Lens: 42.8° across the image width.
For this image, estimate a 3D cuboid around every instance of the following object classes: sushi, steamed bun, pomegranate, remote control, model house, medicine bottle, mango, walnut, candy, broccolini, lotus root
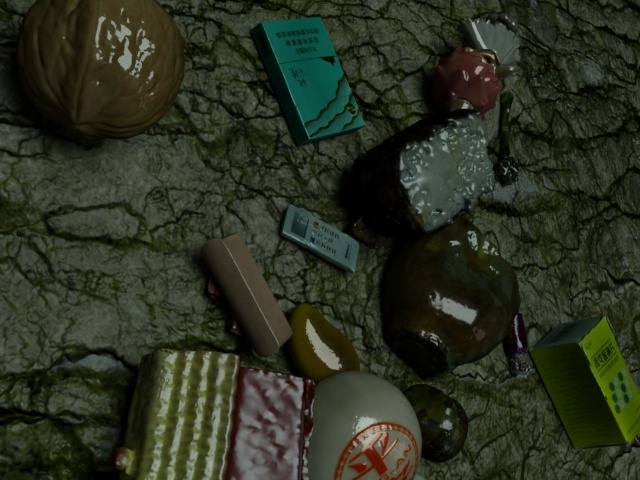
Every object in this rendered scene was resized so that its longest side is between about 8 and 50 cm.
[{"bbox_3d":[0.184,-0.112,1.513,0.343,0.182,0.196,-35,102,-40],"label":"sushi"},{"bbox_3d":[0.058,0.315,1.214,0.232,0.145,0.231,-6,100,-35],"label":"steamed bun"},{"bbox_3d":[0.170,0.317,1.369,0.163,0.125,0.138,-31,63,-36],"label":"pomegranate"},{"bbox_3d":[0.000,0.000,1.407,0.162,0.029,0.061,29,54,-25],"label":"remote control"},{"bbox_3d":[-0.150,0.255,1.084,0.254,0.160,0.195,21,61,-33],"label":"model house"},{"bbox_3d":[0.571,0.300,1.730,0.137,0.141,0.250,-28,93,-41],"label":"medicine bottle"},{"bbox_3d":[0.000,0.175,1.306,0.103,0.076,0.161,-35,97,-37],"label":"mango"},{"bbox_3d":[-0.298,-0.244,1.114,0.228,0.228,0.227,17,63,-37],"label":"walnut"},{"bbox_3d":[0.401,0.192,1.682,0.043,0.045,0.174,12,66,-53],"label":"candy"},{"bbox_3d":[0.437,-0.241,1.879,0.071,0.058,0.254,75,23,-62],"label":"broccolini"},{"bbox_3d":[0.235,0.110,1.498,0.267,0.149,0.260,52,47,-9],"label":"lotus root"}]

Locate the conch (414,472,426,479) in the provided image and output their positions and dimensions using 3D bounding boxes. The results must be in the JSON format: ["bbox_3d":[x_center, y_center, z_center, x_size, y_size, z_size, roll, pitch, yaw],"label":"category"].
[{"bbox_3d":[0.165,0.432,1.358,0.180,0.065,0.088,32,64,-27],"label":"conch"}]

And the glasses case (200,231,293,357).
[{"bbox_3d":[-0.118,0.083,1.253,0.193,0.070,0.102,62,18,-2],"label":"glasses case"}]

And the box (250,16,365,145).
[{"bbox_3d":[-0.020,-0.294,1.494,0.161,0.042,0.226,-20,87,-43],"label":"box"}]

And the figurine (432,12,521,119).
[{"bbox_3d":[0.336,-0.355,1.749,0.387,0.166,0.207,-56,137,-41],"label":"figurine"}]
